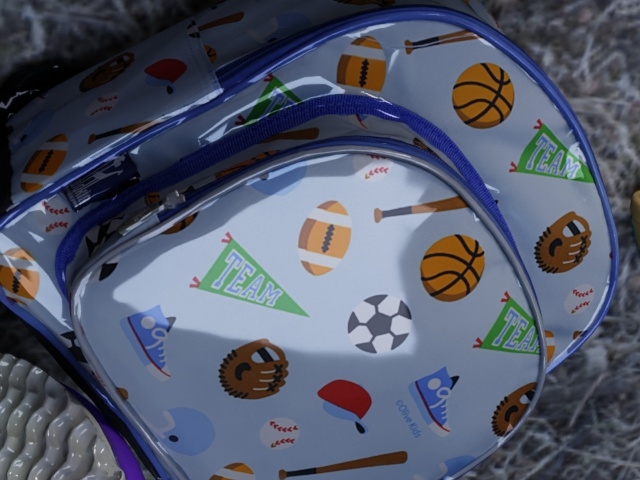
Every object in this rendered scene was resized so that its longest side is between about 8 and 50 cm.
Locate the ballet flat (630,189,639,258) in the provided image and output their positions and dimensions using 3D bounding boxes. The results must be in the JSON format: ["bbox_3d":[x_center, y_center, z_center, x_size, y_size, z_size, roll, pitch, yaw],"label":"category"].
[{"bbox_3d":[0.272,-0.046,0.915,0.232,0.080,0.073,-30,111,6],"label":"ballet flat"}]

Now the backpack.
[{"bbox_3d":[0.000,0.000,0.809,0.263,0.213,0.276,-35,122,-1],"label":"backpack"}]

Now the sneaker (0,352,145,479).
[{"bbox_3d":[-0.145,0.125,0.839,0.146,0.293,0.102,32,72,-35],"label":"sneaker"}]
